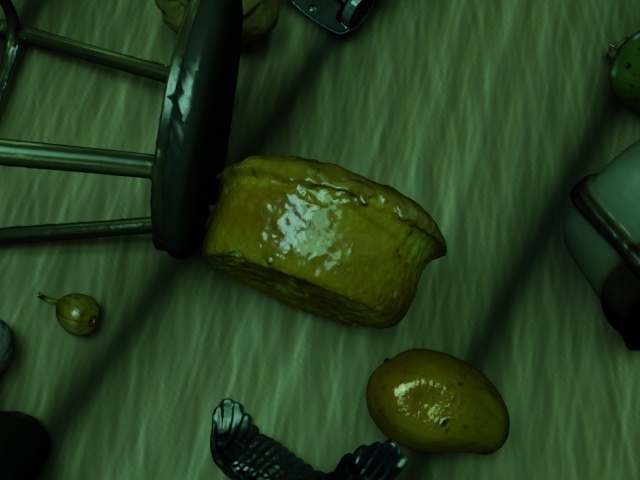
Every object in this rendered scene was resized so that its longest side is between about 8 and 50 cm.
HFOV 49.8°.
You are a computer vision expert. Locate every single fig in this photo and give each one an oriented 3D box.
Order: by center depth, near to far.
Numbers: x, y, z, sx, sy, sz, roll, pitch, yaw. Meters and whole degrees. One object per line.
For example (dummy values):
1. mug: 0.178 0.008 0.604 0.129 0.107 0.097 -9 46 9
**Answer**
1. fig: -0.298 0.080 0.814 0.083 0.050 0.050 22 73 19

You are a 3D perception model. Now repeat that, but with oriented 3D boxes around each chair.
1. chair: -0.307 -0.158 0.738 0.410 0.364 0.362 12 72 -4

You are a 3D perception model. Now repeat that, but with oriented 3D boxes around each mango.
1. mango: 0.133 0.180 0.775 0.165 0.089 0.115 3 74 -4

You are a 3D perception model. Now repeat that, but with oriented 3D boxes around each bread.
1. bread: 0.000 0.000 0.746 0.268 0.268 0.145 18 77 4

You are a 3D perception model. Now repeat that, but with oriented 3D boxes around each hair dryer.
1. hair dryer: -0.300 0.312 0.694 0.089 0.197 0.251 -26 97 -8

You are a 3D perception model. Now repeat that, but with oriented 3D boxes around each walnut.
1. walnut: -0.134 -0.320 0.886 0.166 0.166 0.149 26 67 6

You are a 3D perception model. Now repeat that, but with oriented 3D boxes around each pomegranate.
1. pomegranate: 0.438 -0.228 0.897 0.130 0.130 0.130 1 73 -2

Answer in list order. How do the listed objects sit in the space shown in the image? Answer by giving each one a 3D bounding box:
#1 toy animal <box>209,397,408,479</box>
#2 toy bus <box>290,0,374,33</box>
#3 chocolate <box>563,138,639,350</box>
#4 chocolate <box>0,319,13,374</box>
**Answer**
1. toy animal: -0.001 0.283 0.708 0.160 0.272 0.197 29 64 -31
2. toy bus: 0.072 -0.422 0.901 0.125 0.292 0.133 39 31 10
3. chocolate: 0.406 -0.027 0.777 0.283 0.283 0.186 -22 56 -8
4. chocolate: -0.389 0.147 0.751 0.072 0.072 0.167 8 38 0
